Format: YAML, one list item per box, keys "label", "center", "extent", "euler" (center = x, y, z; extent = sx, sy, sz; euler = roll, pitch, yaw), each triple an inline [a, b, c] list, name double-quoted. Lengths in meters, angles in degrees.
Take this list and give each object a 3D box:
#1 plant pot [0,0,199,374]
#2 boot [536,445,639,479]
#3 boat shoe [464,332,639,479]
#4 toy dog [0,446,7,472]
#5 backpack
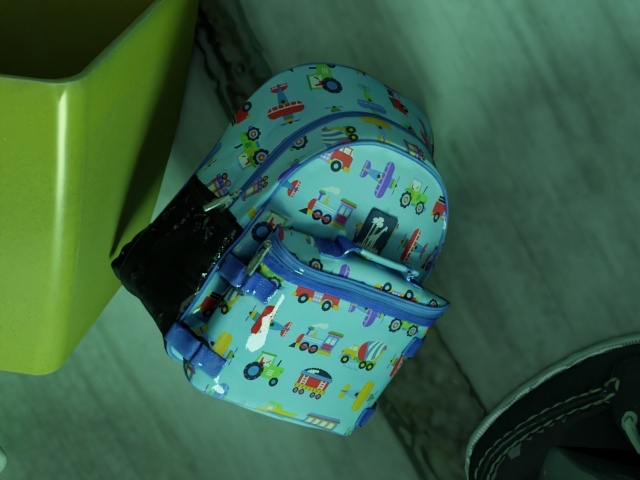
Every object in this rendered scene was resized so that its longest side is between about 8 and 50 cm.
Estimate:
- label: "plant pot"
  center: [-0.193, -0.046, 0.890]
  extent: [0.212, 0.212, 0.187]
  euler: [7, 116, 11]
- label: "boot"
  center: [0.201, 0.360, 0.753]
  extent: [0.367, 0.146, 0.445]
  euler: [22, 84, 13]
- label: "boat shoe"
  center: [0.217, 0.102, 0.880]
  extent: [0.302, 0.091, 0.114]
  euler: [-22, 97, 16]
- label: "toy dog"
  center: [-0.324, 0.130, 0.878]
  extent: [0.220, 0.334, 0.161]
  euler: [13, 72, 10]
- label: "backpack"
  center: [0.000, 0.000, 0.874]
  extent: [0.158, 0.117, 0.173]
  euler: [27, 106, -40]
